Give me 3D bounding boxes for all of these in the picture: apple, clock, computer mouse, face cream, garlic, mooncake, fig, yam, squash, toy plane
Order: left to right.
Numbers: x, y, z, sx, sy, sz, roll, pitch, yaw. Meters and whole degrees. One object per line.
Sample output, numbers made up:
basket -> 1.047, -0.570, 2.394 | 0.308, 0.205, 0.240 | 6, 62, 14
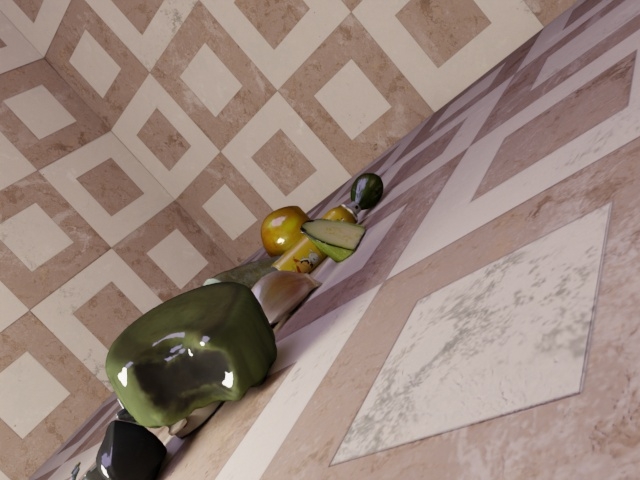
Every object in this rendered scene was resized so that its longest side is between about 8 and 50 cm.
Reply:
computer mouse -> -0.397, 0.442, 1.275 | 0.086, 0.137, 0.269 | -57, 10, -7
toy plane -> -0.440, 0.409, 1.460 | 0.212, 0.088, 0.267 | -43, -21, 0
mooncake -> -0.272, 0.242, 1.285 | 0.351, 0.187, 0.351 | -21, 20, 8
clock -> -0.286, 0.381, 1.374 | 0.155, 0.063, 0.229 | -37, 11, 16
yam -> -0.217, 0.135, 1.954 | 0.330, 0.133, 0.133 | -20, -5, -30
garlic -> -0.139, 0.177, 1.602 | 0.267, 0.128, 0.148 | -52, 10, -29
apple -> -0.098, -0.019, 2.154 | 0.207, 0.237, 0.237 | -26, 11, 13
face cream -> 0.000, 0.000, 1.921 | 0.348, 0.105, 0.105 | -44, 8, -16
squash -> 0.028, 0.006, 1.745 | 0.192, 0.184, 0.085 | -51, -27, -63
fig -> 0.150, -0.148, 2.051 | 0.117, 0.117, 0.178 | -31, 31, 57

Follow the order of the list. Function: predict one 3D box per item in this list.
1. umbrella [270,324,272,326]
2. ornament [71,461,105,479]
umbrella -> -0.145, 0.225, 1.653 | 0.036, 0.031, 0.133 | -38, 9, 18
ornament -> -0.598, 0.617, 1.545 | 0.202, 0.080, 0.236 | -50, 10, -27
